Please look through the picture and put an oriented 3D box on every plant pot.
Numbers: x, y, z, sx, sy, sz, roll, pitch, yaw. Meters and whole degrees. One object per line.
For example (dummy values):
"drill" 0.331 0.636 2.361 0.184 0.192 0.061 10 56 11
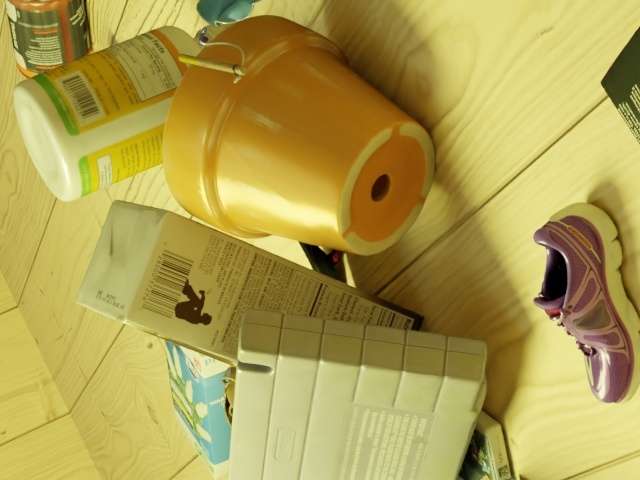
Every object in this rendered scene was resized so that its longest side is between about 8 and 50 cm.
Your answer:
"plant pot" -0.007 -0.080 1.596 0.188 0.205 0.205 27 140 37

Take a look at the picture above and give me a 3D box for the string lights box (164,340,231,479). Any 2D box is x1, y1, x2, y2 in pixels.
"string lights box" -0.150 0.190 2.408 0.133 0.076 0.260 50 155 39

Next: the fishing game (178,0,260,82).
"fishing game" -0.068 -0.275 1.521 0.189 0.041 0.264 30 102 60

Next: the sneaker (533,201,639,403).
"sneaker" 0.201 0.054 1.374 0.068 0.071 0.170 22 133 63

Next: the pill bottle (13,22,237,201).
"pill bottle" -0.188 -0.147 1.870 0.136 0.245 0.136 52 156 35

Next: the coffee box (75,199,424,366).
"coffee box" -0.071 0.068 1.756 0.168 0.297 0.119 12 80 65

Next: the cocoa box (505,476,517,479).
"cocoa box" 0.179 0.445 1.640 0.228 0.231 0.347 31 140 59

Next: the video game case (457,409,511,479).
"video game case" 0.140 0.221 1.795 0.190 0.022 0.173 36 145 55

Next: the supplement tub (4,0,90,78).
"supplement tub" -0.366 -0.282 2.372 0.106 0.106 0.198 51 155 35

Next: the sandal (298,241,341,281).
"sandal" 0.000 0.000 1.883 0.067 0.040 0.179 54 172 43

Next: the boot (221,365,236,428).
"boot" -0.084 0.154 2.149 0.305 0.115 0.112 52 158 36

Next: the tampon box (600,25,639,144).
"tampon box" 0.253 -0.107 0.984 0.101 0.120 0.161 60 159 14

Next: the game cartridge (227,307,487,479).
"game cartridge" 0.028 0.182 1.694 0.355 0.230 0.068 99 174 -57
